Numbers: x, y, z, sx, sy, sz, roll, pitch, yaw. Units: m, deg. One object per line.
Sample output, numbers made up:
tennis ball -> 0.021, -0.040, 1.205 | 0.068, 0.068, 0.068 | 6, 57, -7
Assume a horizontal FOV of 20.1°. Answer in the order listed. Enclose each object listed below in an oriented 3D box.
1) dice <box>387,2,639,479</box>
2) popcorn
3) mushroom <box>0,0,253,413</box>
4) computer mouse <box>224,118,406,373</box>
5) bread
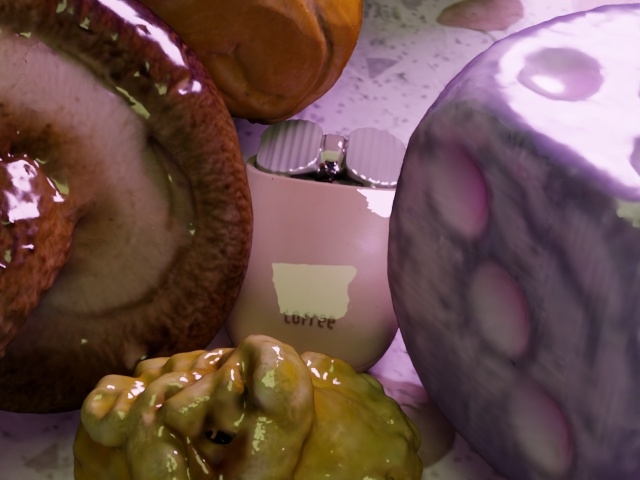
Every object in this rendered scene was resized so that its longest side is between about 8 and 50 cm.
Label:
dice -> 0.225, 0.013, 1.243 | 0.270, 0.270, 0.271 | -17, 43, -30
popcorn -> -0.048, 0.138, 1.185 | 0.226, 0.203, 0.200 | 31, 54, 27
mushroom -> -0.222, -0.040, 1.275 | 0.239, 0.345, 0.345 | 2, 38, 46
computer mouse -> 0.000, 0.000, 1.387 | 0.145, 0.082, 0.236 | 8, 51, 3
bread -> -0.091, -0.294, 1.466 | 0.148, 0.328, 0.337 | -28, 34, 30
